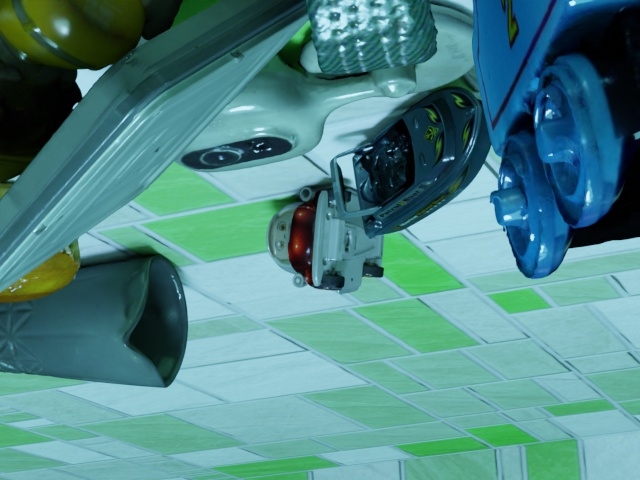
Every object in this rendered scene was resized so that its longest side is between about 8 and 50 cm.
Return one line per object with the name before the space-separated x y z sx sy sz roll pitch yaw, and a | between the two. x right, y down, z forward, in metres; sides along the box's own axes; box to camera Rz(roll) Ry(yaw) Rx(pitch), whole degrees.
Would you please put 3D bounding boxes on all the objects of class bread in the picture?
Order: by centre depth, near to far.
bread | -0.348 0.004 1.595 0.190 0.114 0.132 -4 160 -13

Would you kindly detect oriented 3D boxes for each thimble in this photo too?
thimble | 0.031 -0.182 1.066 0.090 0.118 0.135 -9 145 4

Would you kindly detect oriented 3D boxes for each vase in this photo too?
vase | -0.304 0.100 1.857 0.301 0.156 0.251 -3 -172 20

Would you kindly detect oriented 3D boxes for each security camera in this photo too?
security camera | -0.005 -0.125 1.304 0.301 0.080 0.157 -12 159 19

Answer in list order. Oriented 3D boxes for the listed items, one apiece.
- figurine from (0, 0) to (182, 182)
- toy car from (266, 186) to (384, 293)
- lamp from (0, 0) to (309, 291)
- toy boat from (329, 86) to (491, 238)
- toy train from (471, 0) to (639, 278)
figurine | -0.236 -0.133 1.105 0.192 0.167 0.257 28 145 -32
toy car | 0.000 0.000 1.650 0.112 0.112 0.139 3 177 34
lamp | -0.138 -0.079 1.126 0.266 0.047 0.269 -42 -179 35
toy boat | 0.090 -0.077 1.424 0.103 0.093 0.246 -2 164 -25
toy train | 0.205 -0.125 1.027 0.188 0.265 0.300 -8 164 -5
